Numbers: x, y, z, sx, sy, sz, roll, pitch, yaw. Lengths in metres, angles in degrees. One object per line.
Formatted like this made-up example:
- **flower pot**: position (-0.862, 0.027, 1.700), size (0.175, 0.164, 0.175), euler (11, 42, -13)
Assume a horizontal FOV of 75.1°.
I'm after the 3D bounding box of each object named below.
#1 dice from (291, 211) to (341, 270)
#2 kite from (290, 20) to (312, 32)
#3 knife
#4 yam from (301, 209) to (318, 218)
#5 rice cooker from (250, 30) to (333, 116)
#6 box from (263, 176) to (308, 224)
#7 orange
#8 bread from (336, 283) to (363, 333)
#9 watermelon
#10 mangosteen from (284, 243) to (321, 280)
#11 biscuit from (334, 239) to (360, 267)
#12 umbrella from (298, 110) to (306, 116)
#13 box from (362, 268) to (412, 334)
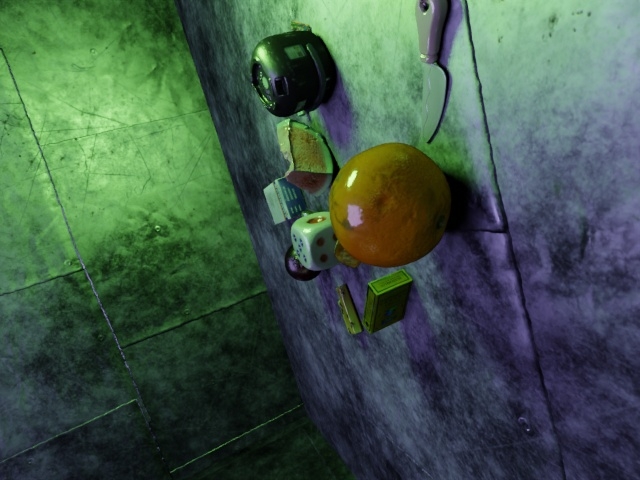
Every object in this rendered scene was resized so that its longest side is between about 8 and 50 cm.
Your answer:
- **dice**: position (0.000, 0.000, 1.704), size (0.194, 0.193, 0.192), euler (28, 135, 60)
- **kite**: position (-0.059, -0.687, 1.474), size (0.242, 0.014, 0.183), euler (69, 161, 0)
- **knife**: position (0.256, -0.376, 0.940), size (0.081, 0.043, 0.336), euler (37, 149, 46)
- **yam**: position (-0.025, -0.047, 1.854), size (0.107, 0.106, 0.184), euler (20, 125, 65)
- **rice cooker**: position (-0.102, -0.552, 1.395), size (0.267, 0.224, 0.267), euler (46, 152, 33)
- **box**: position (-0.182, -0.203, 2.112), size (0.299, 0.106, 0.200), euler (-10, 100, 68)
- **orange**: position (0.170, -0.084, 1.033), size (0.312, 0.311, 0.312), euler (52, 154, 40)
- **bread**: position (0.123, 0.312, 1.886), size (0.226, 0.049, 0.088), euler (70, 160, 3)
- **watermelon**: position (-0.062, -0.321, 1.558), size (0.148, 0.226, 0.319), euler (-28, 94, 43)
- **mangosteen**: position (-0.077, 0.099, 2.017), size (0.210, 0.209, 0.210), euler (52, 154, 40)
- **biscuit**: position (0.119, 0.011, 1.553), size (0.118, 0.029, 0.247), euler (25, 137, 8)
- **umbrella**: position (-0.095, -0.580, 1.628), size (0.046, 0.050, 0.189), euler (-18, 91, 50)
- **box**: position (0.221, 0.210, 1.402), size (0.064, 0.140, 0.220), euler (51, 153, 41)
